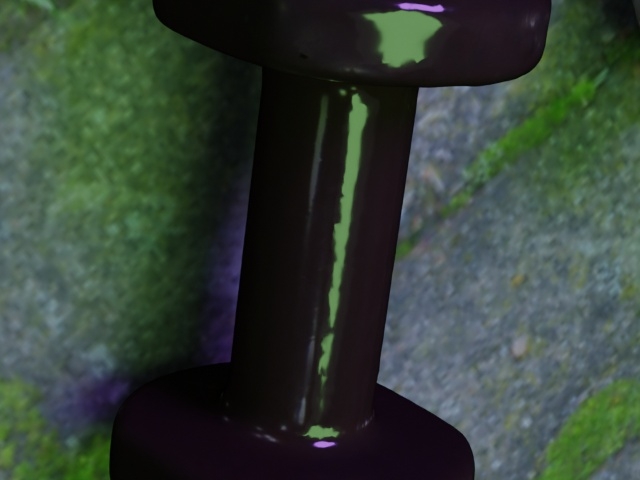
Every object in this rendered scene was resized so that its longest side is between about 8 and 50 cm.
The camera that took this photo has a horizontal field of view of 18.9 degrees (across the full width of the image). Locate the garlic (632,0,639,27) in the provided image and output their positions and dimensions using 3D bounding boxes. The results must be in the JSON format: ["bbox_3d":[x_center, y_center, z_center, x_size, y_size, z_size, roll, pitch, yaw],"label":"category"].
[{"bbox_3d":[0.205,-0.157,0.730,0.229,0.178,0.143,-37,105,14],"label":"garlic"}]

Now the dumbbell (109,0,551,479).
[{"bbox_3d":[0.000,0.000,0.687,0.124,0.140,0.225,-9,115,-40],"label":"dumbbell"}]
